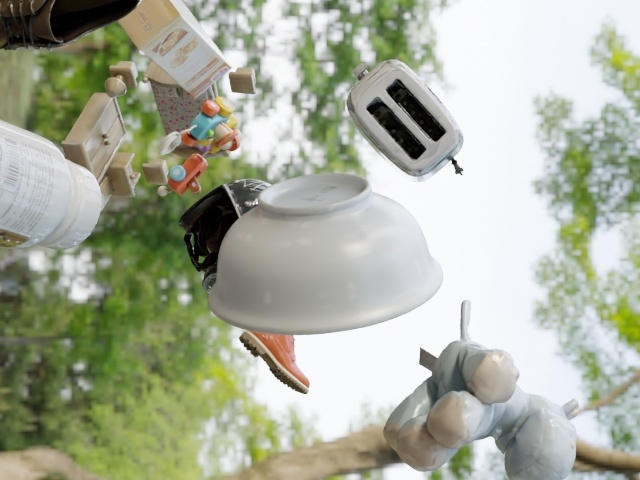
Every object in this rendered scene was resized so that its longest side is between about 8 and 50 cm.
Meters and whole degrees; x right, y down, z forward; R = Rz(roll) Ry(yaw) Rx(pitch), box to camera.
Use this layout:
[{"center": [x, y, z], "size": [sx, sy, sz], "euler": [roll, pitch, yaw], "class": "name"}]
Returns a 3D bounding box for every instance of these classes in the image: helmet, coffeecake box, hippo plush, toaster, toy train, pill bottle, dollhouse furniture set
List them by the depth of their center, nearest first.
[{"center": [-0.346, -0.060, 1.445], "size": [0.229, 0.131, 0.131], "euler": [23, 58, -60], "class": "pill bottle"}, {"center": [-0.137, -0.101, 1.565], "size": [0.046, 0.125, 0.166], "euler": [43, -11, 8], "class": "toy train"}, {"center": [-0.201, -0.274, 1.661], "size": [0.142, 0.068, 0.185], "euler": [53, 5, 20], "class": "coffeecake box"}, {"center": [-0.106, -0.008, 1.917], "size": [0.161, 0.169, 0.169], "euler": [-33, -135, 17], "class": "helmet"}, {"center": [0.250, 0.280, 1.997], "size": [0.234, 0.236, 0.294], "euler": [-48, -168, 7], "class": "hippo plush"}, {"center": [0.132, -0.177, 2.043], "size": [0.227, 0.129, 0.146], "euler": [49, 5, 3], "class": "toaster"}, {"center": [-0.291, -0.172, 2.582], "size": [0.174, 0.355, 0.303], "euler": [-69, 157, -43], "class": "dollhouse furniture set"}]

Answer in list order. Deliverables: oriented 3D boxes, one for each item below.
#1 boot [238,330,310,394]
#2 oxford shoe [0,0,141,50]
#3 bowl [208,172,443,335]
[{"center": [-0.061, 0.198, 2.356], "size": [0.158, 0.084, 0.059], "euler": [48, -23, -9], "class": "boot"}, {"center": [-0.254, -0.194, 1.111], "size": [0.096, 0.227, 0.083], "euler": [-115, -174, -51], "class": "oxford shoe"}, {"center": [0.000, 0.000, 1.664], "size": [0.298, 0.297, 0.134], "euler": [-132, -147, -66], "class": "bowl"}]
